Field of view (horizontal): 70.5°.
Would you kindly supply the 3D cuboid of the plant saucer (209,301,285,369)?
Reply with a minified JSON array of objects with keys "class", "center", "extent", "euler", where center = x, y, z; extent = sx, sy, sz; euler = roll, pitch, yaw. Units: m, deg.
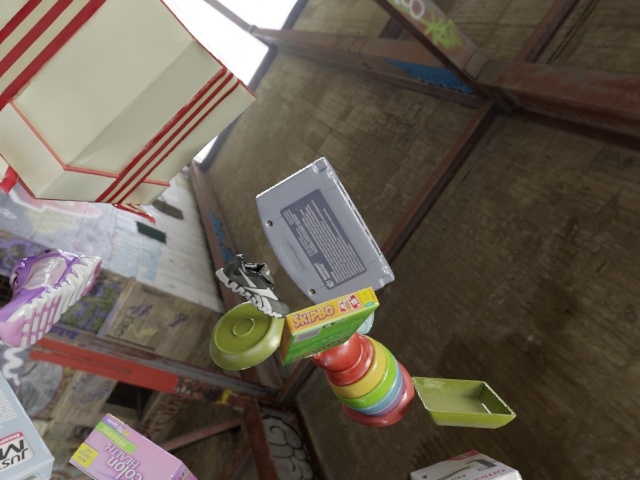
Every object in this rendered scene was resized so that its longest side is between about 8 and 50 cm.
[{"class":"plant saucer","center":[-0.216,0.258,1.302],"extent":[0.241,0.037,0.241],"euler":[-13,-141,11]}]

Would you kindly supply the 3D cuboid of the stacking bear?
[{"class":"stacking bear","center":[0.074,0.271,0.981],"extent":[0.164,0.289,0.175],"euler":[14,-119,49]}]

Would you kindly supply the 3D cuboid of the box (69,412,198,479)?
[{"class":"box","center":[-0.424,0.542,1.061],"extent":[0.117,0.213,0.243],"euler":[-56,163,-33]}]

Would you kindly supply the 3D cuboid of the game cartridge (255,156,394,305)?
[{"class":"game cartridge","center":[0.000,0.000,0.948],"extent":[0.196,0.294,0.060],"euler":[-28,-168,12]}]

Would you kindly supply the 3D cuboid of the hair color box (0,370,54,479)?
[{"class":"hair color box","center":[-0.506,0.240,0.603],"extent":[0.374,0.113,0.185],"euler":[36,-63,28]}]

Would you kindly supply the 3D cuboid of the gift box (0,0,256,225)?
[{"class":"gift box","center":[-0.251,-0.171,0.521],"extent":[0.258,0.276,0.255],"euler":[-40,173,8]}]

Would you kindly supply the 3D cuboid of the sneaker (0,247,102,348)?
[{"class":"sneaker","center":[-0.453,0.078,0.721],"extent":[0.095,0.104,0.236],"euler":[-58,-169,18]}]

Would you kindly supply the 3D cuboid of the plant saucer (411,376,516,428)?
[{"class":"plant saucer","center":[0.311,0.370,1.024],"extent":[0.188,0.188,0.045],"euler":[-88,-178,-86]}]

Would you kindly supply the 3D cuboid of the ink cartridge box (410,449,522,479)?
[{"class":"ink cartridge box","center":[0.277,0.484,0.858],"extent":[0.218,0.158,0.092],"euler":[99,-26,-75]}]

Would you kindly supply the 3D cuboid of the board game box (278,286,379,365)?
[{"class":"board game box","center":[0.001,0.143,0.701],"extent":[0.259,0.124,0.039],"euler":[104,-34,-63]}]

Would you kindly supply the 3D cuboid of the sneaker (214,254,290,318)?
[{"class":"sneaker","center":[-0.155,0.119,1.190],"extent":[0.106,0.234,0.078],"euler":[-49,-157,5]}]

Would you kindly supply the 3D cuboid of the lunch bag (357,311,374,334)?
[{"class":"lunch bag","center":[0.097,0.179,1.524],"extent":[0.108,0.224,0.279],"euler":[2,-95,41]}]
